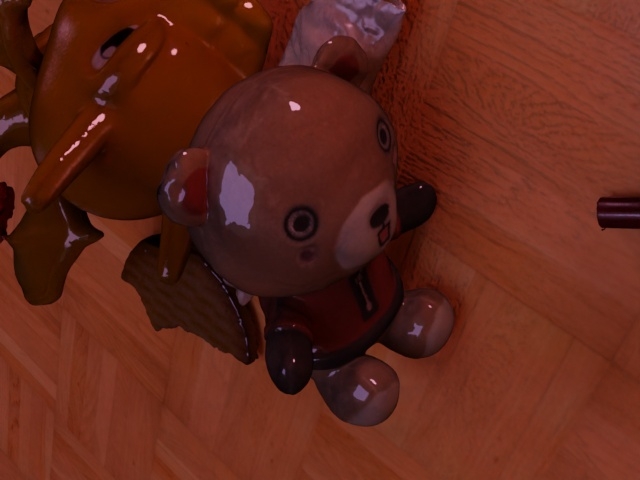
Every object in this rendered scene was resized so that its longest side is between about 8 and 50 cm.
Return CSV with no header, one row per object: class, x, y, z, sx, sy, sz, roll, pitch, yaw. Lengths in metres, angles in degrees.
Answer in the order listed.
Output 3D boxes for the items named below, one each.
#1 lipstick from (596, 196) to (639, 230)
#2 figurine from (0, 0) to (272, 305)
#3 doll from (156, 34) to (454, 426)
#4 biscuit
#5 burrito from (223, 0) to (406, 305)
lipstick,0.287,-0.020,0.605,0.176,0.027,0.027,2,109,42
figurine,-0.229,-0.114,0.883,0.387,0.268,0.401,15,108,54
doll,0.000,0.000,0.735,0.174,0.235,0.330,25,147,43
biscuit,-0.161,0.079,1.068,0.229,0.031,0.176,48,134,15
burrito,-0.028,-0.096,0.835,0.117,0.076,0.392,60,139,34
